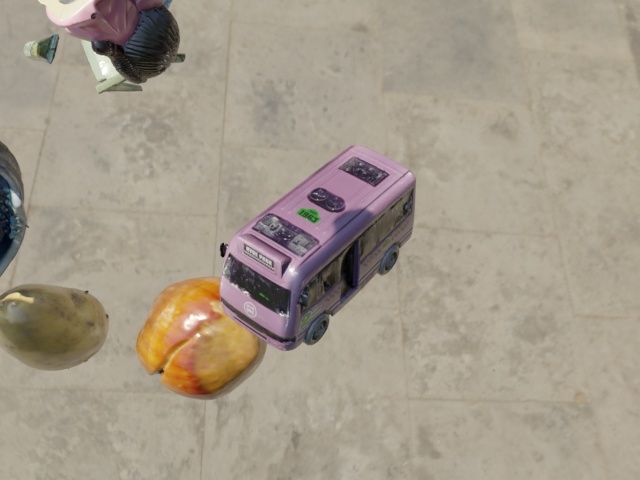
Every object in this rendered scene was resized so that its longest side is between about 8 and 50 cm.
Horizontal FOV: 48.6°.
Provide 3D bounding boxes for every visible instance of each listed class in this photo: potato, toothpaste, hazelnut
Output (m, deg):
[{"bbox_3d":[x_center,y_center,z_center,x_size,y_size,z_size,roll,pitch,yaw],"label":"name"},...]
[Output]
[{"bbox_3d":[-0.421,0.127,1.092,0.161,0.234,0.128,-27,67,17],"label":"potato"},{"bbox_3d":[-0.468,-0.319,1.189,0.031,0.204,0.049,14,94,-34],"label":"toothpaste"},{"bbox_3d":[-0.159,0.124,0.971,0.182,0.182,0.182,4,60,-8],"label":"hazelnut"}]

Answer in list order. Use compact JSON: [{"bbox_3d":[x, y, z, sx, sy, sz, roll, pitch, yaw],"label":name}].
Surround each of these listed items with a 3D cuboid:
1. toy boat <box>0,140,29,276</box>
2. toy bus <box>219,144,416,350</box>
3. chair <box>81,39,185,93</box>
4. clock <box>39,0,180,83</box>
[{"bbox_3d":[-0.423,-0.010,0.848,0.129,0.309,0.143,12,52,-28],"label":"toy boat"},{"bbox_3d":[0.000,0.000,0.580,0.086,0.098,0.178,30,51,24],"label":"toy bus"},{"bbox_3d":[-0.410,-0.424,1.469,0.190,0.274,0.203,-17,100,21],"label":"chair"},{"bbox_3d":[-0.256,-0.326,0.945,0.100,0.195,0.194,14,79,23],"label":"clock"}]
